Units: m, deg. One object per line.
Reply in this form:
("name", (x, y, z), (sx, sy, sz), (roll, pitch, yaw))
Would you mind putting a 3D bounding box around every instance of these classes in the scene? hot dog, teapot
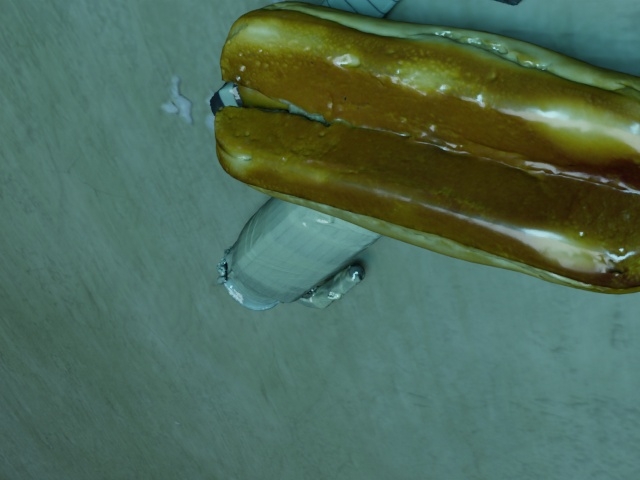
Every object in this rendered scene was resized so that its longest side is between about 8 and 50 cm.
("hot dog", (0.085, -0.059, 0.528), (0.337, 0.100, 0.135), (17, 105, 25))
("teapot", (0.000, 0.000, 0.708), (0.107, 0.077, 0.200), (27, 145, -18))

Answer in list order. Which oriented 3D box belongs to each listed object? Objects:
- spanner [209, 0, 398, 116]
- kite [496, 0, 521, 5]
("spanner", (0.015, -0.142, 0.591), (0.087, 0.024, 0.316), (42, 141, -8))
("kite", (0.053, -0.167, 0.373), (0.169, 0.015, 0.310), (20, 177, -6))
